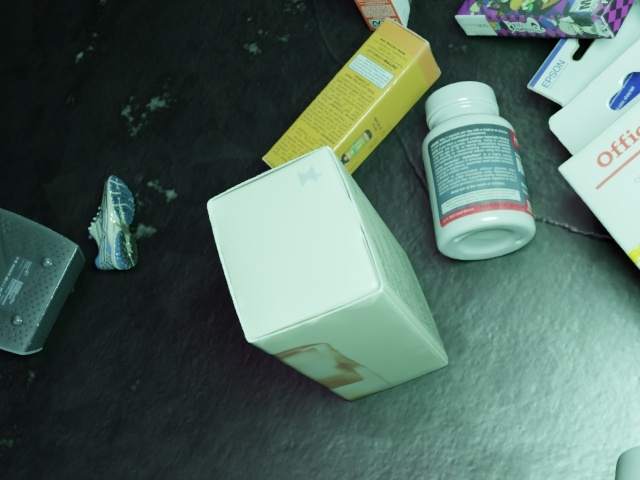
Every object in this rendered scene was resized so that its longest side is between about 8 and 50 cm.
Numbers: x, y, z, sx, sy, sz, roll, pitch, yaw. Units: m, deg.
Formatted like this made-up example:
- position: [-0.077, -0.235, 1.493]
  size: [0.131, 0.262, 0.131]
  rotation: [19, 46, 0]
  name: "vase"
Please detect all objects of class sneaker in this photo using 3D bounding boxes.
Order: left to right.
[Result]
- position: [-0.279, -0.023, 1.150]
  size: [0.058, 0.052, 0.135]
  rotation: [-16, 65, 18]
  name: "sneaker"

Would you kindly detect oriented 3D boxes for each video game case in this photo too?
- position: [0.294, -0.335, 1.015]
  size: [0.210, 0.042, 0.232]
  rotation: [18, 73, 50]
  name: "video game case"

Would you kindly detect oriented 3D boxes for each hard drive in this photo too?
- position: [-0.442, 0.046, 1.181]
  size: [0.254, 0.054, 0.172]
  rotation: [18, 77, 25]
  name: "hard drive"

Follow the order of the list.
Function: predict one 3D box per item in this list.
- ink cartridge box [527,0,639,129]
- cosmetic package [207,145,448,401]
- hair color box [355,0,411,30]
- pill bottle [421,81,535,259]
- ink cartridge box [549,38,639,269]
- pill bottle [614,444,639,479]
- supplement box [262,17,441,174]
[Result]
- position: [0.407, -0.145, 0.936]
  size: [0.332, 0.065, 0.165]
  rotation: [35, 85, 26]
  name: "ink cartridge box"
- position: [0.019, 0.050, 0.871]
  size: [0.129, 0.296, 0.153]
  rotation: [-23, 63, 9]
  name: "cosmetic package"
- position: [0.067, -0.343, 1.078]
  size: [0.053, 0.167, 0.093]
  rotation: [4, 71, 23]
  name: "hair color box"
- position: [0.169, -0.079, 0.972]
  size: [0.108, 0.108, 0.180]
  rotation: [-13, 66, 15]
  name: "pill bottle"
- position: [0.375, -0.051, 0.816]
  size: [0.207, 0.119, 0.353]
  rotation: [-44, 69, 24]
  name: "ink cartridge box"
- position: [0.306, 0.360, 0.683]
  size: [0.210, 0.210, 0.363]
  rotation: [3, 60, 22]
  name: "pill bottle"
- position: [0.039, -0.152, 1.067]
  size: [0.080, 0.078, 0.233]
  rotation: [38, 86, 28]
  name: "supplement box"
